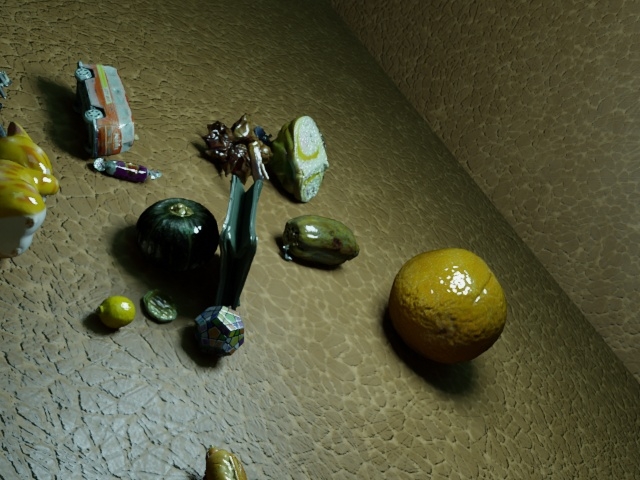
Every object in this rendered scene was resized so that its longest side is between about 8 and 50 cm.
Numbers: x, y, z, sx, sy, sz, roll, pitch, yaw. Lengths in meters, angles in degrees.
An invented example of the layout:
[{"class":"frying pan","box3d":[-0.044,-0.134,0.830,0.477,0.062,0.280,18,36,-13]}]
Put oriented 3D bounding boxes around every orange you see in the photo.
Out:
[{"class":"orange","box3d":[0.350,0.171,2.098,0.322,0.322,0.357,40,19,-3]}]

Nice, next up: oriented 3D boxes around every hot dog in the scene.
[{"class":"hot dog","box3d":[-0.146,0.459,1.283,0.102,0.076,0.249,69,-5,-57]}]

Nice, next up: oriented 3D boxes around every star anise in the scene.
[{"class":"star anise","box3d":[-0.215,-0.245,2.142,0.237,0.148,0.346,28,21,-31]}]

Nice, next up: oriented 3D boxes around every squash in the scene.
[{"class":"squash","box3d":[-0.314,-0.012,1.668,0.193,0.156,0.193,13,47,-14]}]

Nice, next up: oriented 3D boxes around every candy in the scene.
[{"class":"candy","box3d":[-0.461,-0.166,1.818,0.175,0.043,0.045,11,38,-39]}]

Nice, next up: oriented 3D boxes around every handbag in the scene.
[{"class":"handbag","box3d":[-0.186,0.018,1.685,0.079,0.260,0.247,9,38,-6]}]

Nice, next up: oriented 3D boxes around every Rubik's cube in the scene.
[{"class":"Rubik's cube","box3d":[-0.209,0.188,1.572,0.093,0.111,0.111,62,19,-23]}]

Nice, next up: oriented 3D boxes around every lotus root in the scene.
[{"class":"lotus root","box3d":[0.000,0.000,2.087,0.241,0.124,0.123,14,49,-42]}]

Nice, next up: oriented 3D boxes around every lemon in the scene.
[{"class":"lemon","box3d":[-0.389,0.136,1.447,0.083,0.062,0.062,9,41,-47]}]

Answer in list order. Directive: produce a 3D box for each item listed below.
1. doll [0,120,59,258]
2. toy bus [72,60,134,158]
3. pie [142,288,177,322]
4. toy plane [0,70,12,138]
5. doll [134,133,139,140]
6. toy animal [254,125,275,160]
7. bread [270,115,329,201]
[{"class":"doll","box3d":[-0.583,-0.086,1.416,0.162,0.166,0.269,33,25,-21]},{"class":"toy bus","box3d":[-0.522,-0.313,1.833,0.120,0.121,0.265,-6,48,-25]},{"class":"pie","box3d":[-0.331,0.135,1.571,0.084,0.020,0.084,32,28,-19]},{"class":"toy plane","box3d":[-0.727,-0.319,1.640,0.262,0.088,0.192,49,27,13]},{"class":"doll","box3d":[-0.488,-0.276,1.929,0.061,0.051,0.093,29,28,-10]},{"class":"toy animal","box3d":[-0.151,-0.294,2.405,0.220,0.062,0.108,52,11,21]},{"class":"bread","box3d":[-0.078,-0.231,2.269,0.158,0.156,0.260,-36,114,-46]}]
